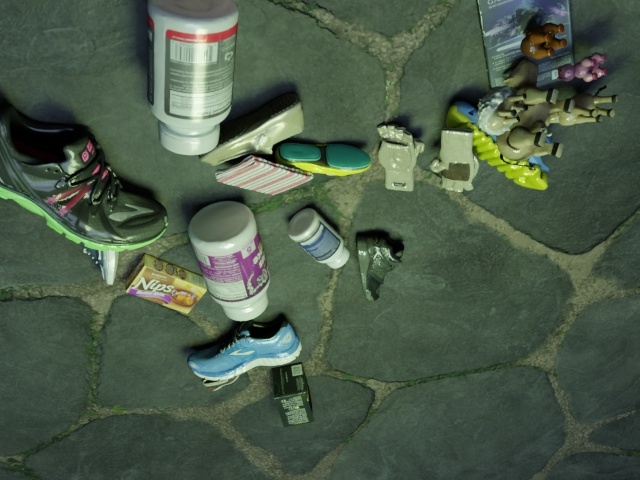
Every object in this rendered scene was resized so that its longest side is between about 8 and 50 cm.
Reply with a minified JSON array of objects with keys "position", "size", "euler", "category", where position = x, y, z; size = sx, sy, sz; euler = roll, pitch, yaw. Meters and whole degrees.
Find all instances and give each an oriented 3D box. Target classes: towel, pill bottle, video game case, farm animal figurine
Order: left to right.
[{"position":[-0.265,-0.340,1.541],"size":[0.176,0.176,0.318],"euler":[1,131,-12],"category":"pill bottle"},{"position":[-0.220,0.061,1.916],"size":[0.169,0.169,0.301],"euler":[-11,133,0],"category":"pill bottle"},{"position":[-0.131,-0.153,1.769],"size":[0.144,0.029,0.197],"euler":[-16,161,41],"category":"towel"},{"position":[0.000,0.000,1.952],"size":[0.094,0.094,0.169],"euler":[-33,129,18],"category":"pill bottle"},{"position":[0.458,-0.455,1.677],"size":[0.196,0.026,0.274],"euler":[-17,132,5],"category":"video game case"},{"position":[0.484,-0.306,1.676],"size":[0.330,0.172,0.327],"euler":[39,75,-36],"category":"farm animal figurine"}]

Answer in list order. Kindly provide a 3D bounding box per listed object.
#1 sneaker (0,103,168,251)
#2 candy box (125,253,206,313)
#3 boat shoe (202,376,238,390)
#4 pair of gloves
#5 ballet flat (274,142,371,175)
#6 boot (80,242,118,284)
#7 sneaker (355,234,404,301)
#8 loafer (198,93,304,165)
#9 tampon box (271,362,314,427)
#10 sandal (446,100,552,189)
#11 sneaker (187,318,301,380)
[{"position":[-0.539,-0.132,1.674],"size":[0.483,0.185,0.202],"euler":[28,125,-32],"category":"sneaker"},{"position":[-0.410,0.117,2.010],"size":[0.187,0.053,0.109],"euler":[24,123,-30],"category":"candy box"},{"position":[-0.299,0.416,2.306],"size":[0.137,0.049,0.043],"euler":[-32,127,24],"category":"boat shoe"},{"position":[0.260,-0.198,1.816],"size":[0.240,0.042,0.204],"euler":[3,141,20],"category":"pair of gloves"},{"position":[0.003,-0.190,1.807],"size":[0.231,0.077,0.077],"euler":[4,152,-11],"category":"ballet flat"},{"position":[-0.556,0.026,1.899],"size":[0.086,0.069,0.190],"euler":[7,122,-8],"category":"boot"},{"position":[0.169,0.078,2.059],"size":[0.130,0.087,0.227],"euler":[-6,127,3],"category":"sneaker"},{"position":[-0.151,-0.232,1.711],"size":[0.268,0.102,0.092],"euler":[-25,125,11],"category":"loafer"},{"position":[-0.086,0.483,2.354],"size":[0.101,0.120,0.161],"euler":[-12,133,1],"category":"tampon box"},{"position":[0.438,-0.250,1.813],"size":[0.317,0.126,0.138],"euler":[30,84,-23],"category":"sandal"},{"position":[-0.229,0.297,2.178],"size":[0.330,0.130,0.147],"euler":[-16,118,0],"category":"sneaker"}]
